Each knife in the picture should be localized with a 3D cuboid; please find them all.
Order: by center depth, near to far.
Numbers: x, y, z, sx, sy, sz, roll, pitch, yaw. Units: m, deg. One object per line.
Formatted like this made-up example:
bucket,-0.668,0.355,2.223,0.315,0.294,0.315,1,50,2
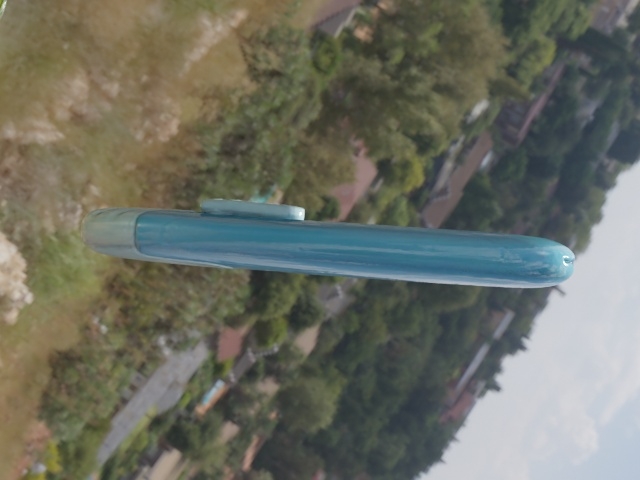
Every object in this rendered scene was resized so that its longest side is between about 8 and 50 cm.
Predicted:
knife,0.000,0.000,0.450,0.064,0.222,0.031,26,68,-81

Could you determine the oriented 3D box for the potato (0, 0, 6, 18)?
potato,-0.231,-0.164,0.428,0.148,0.186,0.253,-77,173,-47
